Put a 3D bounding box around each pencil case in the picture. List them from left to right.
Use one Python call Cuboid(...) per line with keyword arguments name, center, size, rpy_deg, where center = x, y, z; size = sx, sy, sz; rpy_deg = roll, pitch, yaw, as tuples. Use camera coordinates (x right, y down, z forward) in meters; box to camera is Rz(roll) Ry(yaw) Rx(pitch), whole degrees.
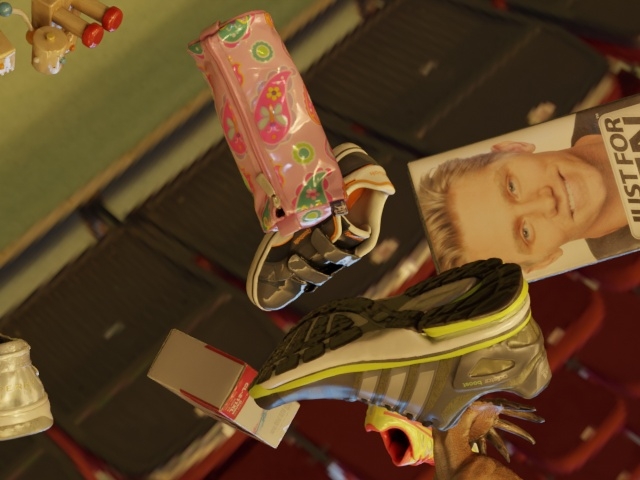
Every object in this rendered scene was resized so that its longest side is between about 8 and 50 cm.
Cuboid(name="pencil case", center=(-0.066, -0.145, 1.758), size=(0.124, 0.284, 0.124), rpy_deg=(-22, 177, -1))

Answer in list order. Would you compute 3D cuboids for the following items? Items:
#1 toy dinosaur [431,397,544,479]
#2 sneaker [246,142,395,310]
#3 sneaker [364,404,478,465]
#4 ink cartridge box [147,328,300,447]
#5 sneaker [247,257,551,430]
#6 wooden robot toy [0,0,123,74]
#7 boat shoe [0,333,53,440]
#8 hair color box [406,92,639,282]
Cuboid(name="toy dinosaur", center=(0.190, 0.279, 1.493), size=(0.295, 0.127, 0.200), rpy_deg=(60, 40, -18))
Cuboid(name="sneaker", center=(0.000, 0.000, 2.300), size=(0.126, 0.127, 0.321), rpy_deg=(19, 108, -48))
Cuboid(name="sneaker", center=(0.126, 0.258, 1.787), size=(0.208, 0.081, 0.094), rpy_deg=(41, 59, -26))
Cuboid(name="ink cartridge box", center=(-0.123, 0.196, 1.816), size=(0.072, 0.127, 0.175), rpy_deg=(-62, 148, -12))
Cuboid(name="sneaker", center=(0.064, 0.115, 1.212), size=(0.121, 0.300, 0.111), rpy_deg=(60, 39, -18))
Cuboid(name="wooden robot toy", center=(-0.217, -0.172, 1.160), size=(0.173, 0.076, 0.079), rpy_deg=(-48, 170, -34))
Cuboid(name="boat shoe", center=(-0.366, 0.124, 1.465), size=(0.118, 0.320, 0.103), rpy_deg=(-9, 103, -25))
Cuboid(name="hair color box", center=(0.288, -0.055, 1.603), size=(0.347, 0.174, 0.105), rpy_deg=(-17, 179, 4))
